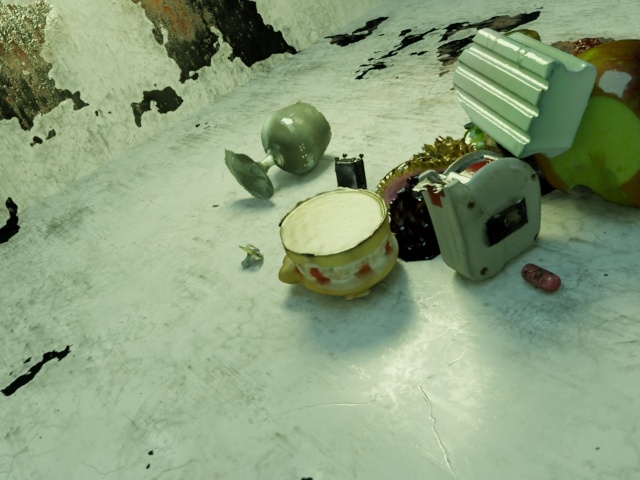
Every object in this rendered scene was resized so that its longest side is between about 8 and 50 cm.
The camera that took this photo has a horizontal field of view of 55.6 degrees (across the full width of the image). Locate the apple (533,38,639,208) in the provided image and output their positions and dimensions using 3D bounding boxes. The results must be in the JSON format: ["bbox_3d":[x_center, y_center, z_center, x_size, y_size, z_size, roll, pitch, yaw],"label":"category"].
[{"bbox_3d":[0.651,-0.244,1.360,0.374,0.374,0.384,-9,72,21],"label":"apple"}]

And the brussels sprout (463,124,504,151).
[{"bbox_3d":[0.450,-0.261,1.709,0.181,0.100,0.139,-27,45,-17],"label":"brussels sprout"}]

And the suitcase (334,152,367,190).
[{"bbox_3d":[0.091,-0.190,1.794,0.086,0.126,0.059,7,25,40],"label":"suitcase"}]

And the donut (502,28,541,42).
[{"bbox_3d":[0.666,-0.647,2.140,0.208,0.128,0.261,0,35,34],"label":"donut"}]

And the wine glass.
[{"bbox_3d":[-0.127,-0.307,2.023,0.238,0.238,0.323,15,50,46],"label":"wine glass"}]

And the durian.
[{"bbox_3d":[0.281,-0.202,1.644,0.341,0.112,0.191,-21,32,40],"label":"durian"}]

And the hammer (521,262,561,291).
[{"bbox_3d":[0.444,0.076,1.225,0.043,0.043,0.083,-32,33,-16],"label":"hammer"}]

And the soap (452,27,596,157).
[{"bbox_3d":[0.422,-0.332,1.330,0.115,0.208,0.347,0,31,-18],"label":"soap"}]

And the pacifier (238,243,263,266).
[{"bbox_3d":[-0.197,0.045,1.690,0.083,0.068,0.064,28,90,36],"label":"pacifier"}]

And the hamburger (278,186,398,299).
[{"bbox_3d":[0.031,0.021,1.434,0.302,0.186,0.261,-11,35,8],"label":"hamburger"}]

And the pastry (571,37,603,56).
[{"bbox_3d":[0.864,-0.595,1.967,0.115,0.097,0.208,6,38,23],"label":"pastry"}]

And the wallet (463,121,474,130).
[{"bbox_3d":[0.513,-0.350,1.868,0.088,0.026,0.129,-26,29,-14],"label":"wallet"}]

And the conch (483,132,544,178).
[{"bbox_3d":[0.499,-0.255,1.576,0.291,0.210,0.159,9,-6,-25],"label":"conch"}]

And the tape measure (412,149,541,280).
[{"bbox_3d":[0.347,-0.062,1.288,0.265,0.258,0.130,-31,29,-14],"label":"tape measure"}]

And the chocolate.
[{"bbox_3d":[0.246,-0.093,1.489,0.224,0.177,0.206,-30,31,-16],"label":"chocolate"}]
